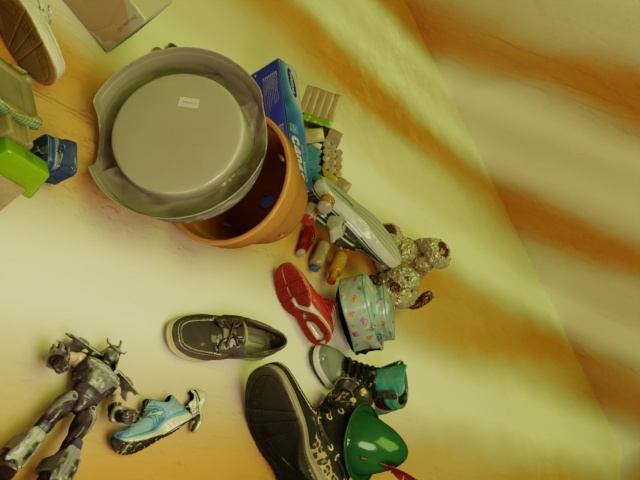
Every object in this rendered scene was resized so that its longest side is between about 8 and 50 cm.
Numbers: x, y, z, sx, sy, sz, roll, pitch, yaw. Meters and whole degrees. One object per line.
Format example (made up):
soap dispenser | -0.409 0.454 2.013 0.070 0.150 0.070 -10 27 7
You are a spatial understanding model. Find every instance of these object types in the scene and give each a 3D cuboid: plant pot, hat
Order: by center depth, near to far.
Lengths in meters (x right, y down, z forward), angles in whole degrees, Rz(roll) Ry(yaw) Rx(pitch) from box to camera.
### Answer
plant pot | -0.157 -0.111 1.345 0.203 0.291 0.290 31 46 -65
hat | 0.174 0.455 1.345 0.208 0.184 0.172 56 43 -43

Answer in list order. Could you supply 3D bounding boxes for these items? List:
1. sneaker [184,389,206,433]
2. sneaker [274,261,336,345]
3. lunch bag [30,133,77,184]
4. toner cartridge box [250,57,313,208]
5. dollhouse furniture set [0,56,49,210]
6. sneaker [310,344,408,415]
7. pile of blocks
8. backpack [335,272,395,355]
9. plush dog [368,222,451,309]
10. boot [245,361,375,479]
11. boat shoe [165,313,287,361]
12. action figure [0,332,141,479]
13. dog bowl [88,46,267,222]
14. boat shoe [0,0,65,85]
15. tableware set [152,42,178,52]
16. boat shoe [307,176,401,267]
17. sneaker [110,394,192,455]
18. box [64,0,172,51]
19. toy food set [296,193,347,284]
sneaker | -0.243 0.323 1.182 0.037 0.032 0.083 25 46 -29
sneaker | -0.034 0.145 1.550 0.221 0.087 0.128 65 17 -6
lunch bag | -0.463 -0.139 1.063 0.065 0.099 0.067 10 69 -49
toner cartridge box | -0.123 -0.260 1.551 0.075 0.165 0.347 18 58 -51
dollhouse furniture set | -0.567 -0.192 0.979 0.197 0.151 0.301 41 15 -52
sneaker | 0.123 0.339 1.545 0.295 0.179 0.123 44 41 -32
pile of blocks | -0.002 -0.258 1.799 0.112 0.149 0.361 134 -50 -80
backpack | 0.115 0.179 1.613 0.165 0.145 0.188 -84 153 -58
plush dog | 0.236 0.097 1.882 0.263 0.211 0.225 18 69 -16
boot | -0.004 0.390 1.375 0.284 0.138 0.377 -36 106 -55
boat shoe | -0.182 0.196 1.274 0.285 0.092 0.102 20 56 -48
action figure | -0.374 0.259 0.968 0.185 0.099 0.285 41 36 -16
dog bowl | -0.264 -0.191 1.190 0.102 0.349 0.348 85 -5 -73
boat shoe | -0.529 -0.415 1.126 0.276 0.098 0.096 62 35 -7
tableware set | -0.353 -0.399 1.431 0.104 0.024 0.154 58 35 -14
boat shoe | 0.081 -0.032 1.714 0.335 0.119 0.121 44 25 -15
sneaker | -0.303 0.316 1.085 0.073 0.063 0.162 55 28 14
box | -0.466 -0.561 1.256 0.311 0.148 0.121 51 38 -22
toy food set | 0.000 0.000 1.611 0.104 0.111 0.232 -68 157 -44
